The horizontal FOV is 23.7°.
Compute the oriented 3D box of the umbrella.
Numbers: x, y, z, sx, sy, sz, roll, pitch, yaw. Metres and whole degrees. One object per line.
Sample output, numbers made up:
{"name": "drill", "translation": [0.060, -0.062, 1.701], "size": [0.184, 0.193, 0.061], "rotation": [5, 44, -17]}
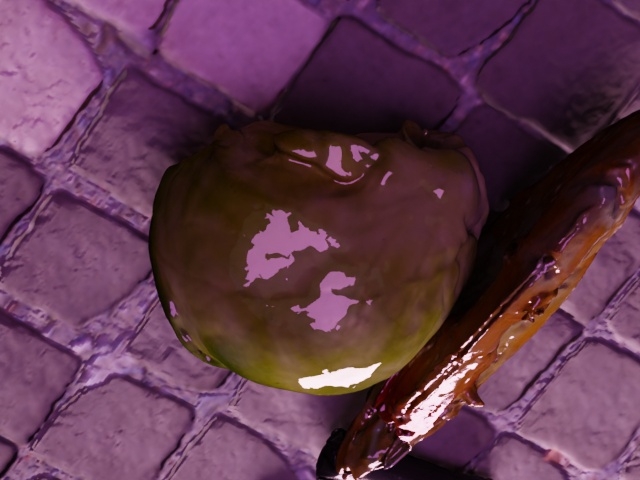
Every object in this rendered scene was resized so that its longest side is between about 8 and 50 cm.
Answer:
{"name": "umbrella", "translation": [0.057, 0.153, 0.958], "size": [0.133, 0.031, 0.036], "rotation": [23, 138, -21]}

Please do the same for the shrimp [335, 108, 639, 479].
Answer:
{"name": "shrimp", "translation": [0.094, 0.040, 0.848], "size": [0.062, 0.154, 0.294], "rotation": [37, 116, 5]}

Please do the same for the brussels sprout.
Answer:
{"name": "brussels sprout", "translation": [0.000, 0.008, 0.819], "size": [0.183, 0.131, 0.145], "rotation": [-1, 96, -9]}
